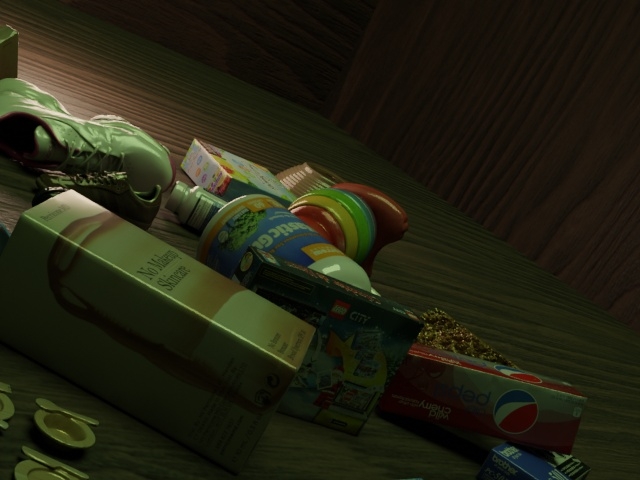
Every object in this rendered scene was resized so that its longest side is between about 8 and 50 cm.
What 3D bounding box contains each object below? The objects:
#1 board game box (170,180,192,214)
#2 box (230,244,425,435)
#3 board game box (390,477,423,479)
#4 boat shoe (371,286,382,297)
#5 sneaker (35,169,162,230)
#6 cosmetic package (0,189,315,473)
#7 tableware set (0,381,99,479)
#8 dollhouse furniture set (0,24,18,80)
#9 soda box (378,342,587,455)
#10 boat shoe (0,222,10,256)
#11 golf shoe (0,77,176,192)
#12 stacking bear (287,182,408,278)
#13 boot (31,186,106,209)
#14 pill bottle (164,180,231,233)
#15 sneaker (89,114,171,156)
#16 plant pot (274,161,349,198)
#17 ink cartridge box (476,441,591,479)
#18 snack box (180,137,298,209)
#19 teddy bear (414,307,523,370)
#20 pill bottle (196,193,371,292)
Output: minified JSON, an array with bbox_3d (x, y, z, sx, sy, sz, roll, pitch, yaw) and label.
[{"bbox_3d":[-0.163,-0.036,1.935,0.186,0.026,0.126,26,11,-16],"label":"board game box"},{"bbox_3d":[-0.016,0.117,1.283,0.233,0.159,0.044,23,13,-32],"label":"box"},{"bbox_3d":[0.112,0.286,1.208,0.090,0.020,0.090,37,15,33],"label":"board game box"},{"bbox_3d":[-0.004,0.087,1.655,0.277,0.098,0.096,38,37,18],"label":"boat shoe"},{"bbox_3d":[-0.310,-0.074,1.621,0.188,0.071,0.066,20,14,-40],"label":"sneaker"},{"bbox_3d":[-0.167,0.083,1.128,0.296,0.129,0.153,29,14,-1],"label":"cosmetic package"},{"bbox_3d":[-0.242,0.155,0.911,0.141,0.020,0.169,26,12,-15],"label":"tableware set"},{"bbox_3d":[-0.555,-0.277,1.726,0.123,0.144,0.151,31,48,13],"label":"dollhouse furniture set"},{"bbox_3d":[0.205,0.203,1.498,0.263,0.083,0.092,14,7,-7],"label":"soda box"},{"bbox_3d":[-0.413,-0.034,1.110,0.258,0.109,0.089,22,16,-22],"label":"boat shoe"},{"bbox_3d":[-0.364,-0.130,1.690,0.306,0.115,0.140,21,23,-10],"label":"golf shoe"},{"bbox_3d":[0.000,0.000,1.868,0.164,0.175,0.289,42,23,11],"label":"stacking bear"},{"bbox_3d":[-0.303,-0.020,1.479,0.121,0.045,0.099,20,18,-43],"label":"boot"},{"bbox_3d":[-0.184,-0.046,1.820,0.120,0.067,0.067,28,11,-9],"label":"pill bottle"},{"bbox_3d":[-0.328,-0.166,2.002,0.170,0.063,0.075,28,4,-31],"label":"sneaker"},{"bbox_3d":[-0.006,-0.086,2.338,0.237,0.110,0.237,27,12,-6],"label":"plant pot"},{"bbox_3d":[0.282,0.302,1.494,0.097,0.046,0.207,33,12,21],"label":"ink cartridge box"},{"bbox_3d":[-0.147,-0.101,2.153,0.174,0.070,0.207,22,15,-33],"label":"snack box"},{"bbox_3d":[0.208,0.190,1.718,0.245,0.113,0.338,34,2,-16],"label":"teddy bear"},{"bbox_3d":[-0.030,0.064,1.500,0.272,0.152,0.152,37,14,38],"label":"pill bottle"}]
